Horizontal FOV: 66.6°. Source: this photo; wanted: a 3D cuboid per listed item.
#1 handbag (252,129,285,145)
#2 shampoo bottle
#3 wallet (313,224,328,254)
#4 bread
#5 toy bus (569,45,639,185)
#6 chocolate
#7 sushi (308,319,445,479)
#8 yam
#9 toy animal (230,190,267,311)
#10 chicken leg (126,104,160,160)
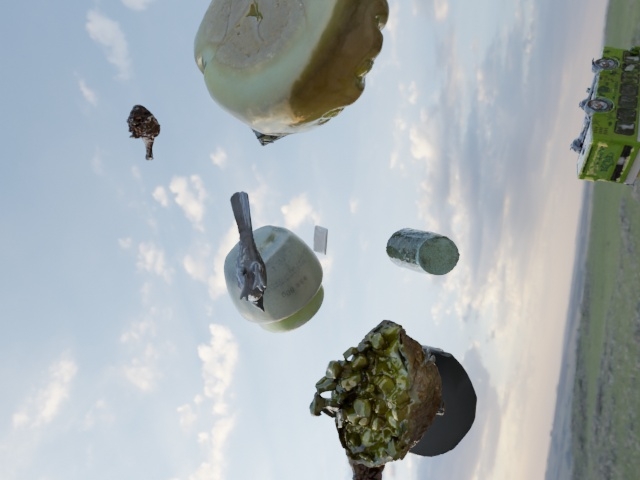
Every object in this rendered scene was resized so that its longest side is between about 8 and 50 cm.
[{"bbox_3d":[-0.188,-0.602,2.072,0.325,0.327,0.162,59,178,15],"label":"handbag"},{"bbox_3d":[-0.155,0.126,1.634,0.322,0.322,0.317,-58,-47,-39],"label":"shampoo bottle"},{"bbox_3d":[0.000,0.000,1.359,0.011,0.044,0.083,-37,-41,-49],"label":"wallet"},{"bbox_3d":[-0.026,-0.198,0.470,0.104,0.213,0.214,25,-106,-49],"label":"bread"},{"bbox_3d":[0.543,-0.229,0.877,0.302,0.139,0.113,-60,-26,-34],"label":"toy bus"},{"bbox_3d":[0.256,0.382,1.243,0.186,0.283,0.284,-10,-74,-71],"label":"chocolate"},{"bbox_3d":[0.097,0.280,0.820,0.179,0.167,0.296,-11,-50,-49],"label":"sushi"},{"bbox_3d":[0.247,0.027,1.192,0.194,0.107,0.107,-161,76,-73],"label":"yam"},{"bbox_3d":[-0.185,0.075,1.277,0.206,0.081,0.367,-111,12,-64],"label":"toy animal"},{"bbox_3d":[-0.480,-0.296,1.333,0.093,0.053,0.205,-63,-13,-15],"label":"chicken leg"}]
